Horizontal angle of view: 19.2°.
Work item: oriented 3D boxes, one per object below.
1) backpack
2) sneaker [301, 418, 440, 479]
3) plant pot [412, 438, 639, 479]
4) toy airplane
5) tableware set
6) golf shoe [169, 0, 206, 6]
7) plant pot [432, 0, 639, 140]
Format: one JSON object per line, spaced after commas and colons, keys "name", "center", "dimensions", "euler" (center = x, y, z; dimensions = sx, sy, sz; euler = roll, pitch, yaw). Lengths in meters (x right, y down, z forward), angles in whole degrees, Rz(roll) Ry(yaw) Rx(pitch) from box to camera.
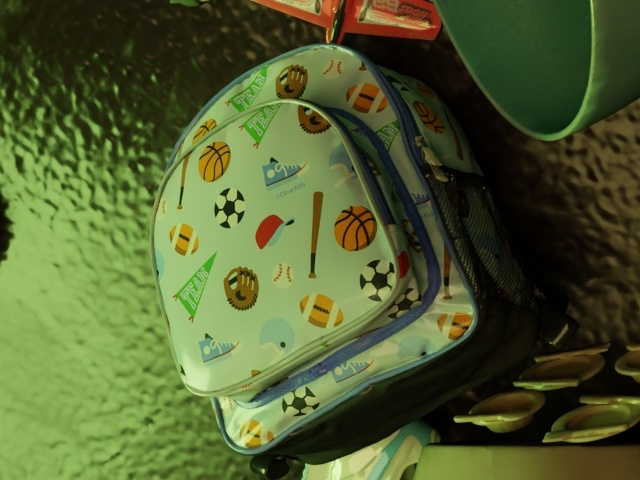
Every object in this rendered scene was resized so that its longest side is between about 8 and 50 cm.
{"name": "backpack", "center": [0.000, 0.000, 1.339], "dimensions": [0.276, 0.213, 0.263], "euler": [-28, 60, 20]}
{"name": "sneaker", "center": [0.026, 0.232, 1.462], "dimensions": [0.092, 0.087, 0.229], "euler": [18, 110, 13]}
{"name": "plant pot", "center": [0.169, 0.281, 1.327], "dimensions": [0.323, 0.323, 0.280], "euler": [-2, 84, 21]}
{"name": "toy airplane", "center": [0.020, -0.200, 1.387], "dimensions": [0.151, 0.028, 0.151], "euler": [2, 111, 4]}
{"name": "tableware set", "center": [0.181, 0.103, 1.325], "dimensions": [0.141, 0.168, 0.020], "euler": [-6, 107, 38]}
{"name": "golf shoe", "center": [-0.039, -0.285, 1.355], "dimensions": [0.120, 0.105, 0.273], "euler": [21, 111, 5]}
{"name": "plant pot", "center": [0.189, -0.233, 1.212], "dimensions": [0.195, 0.290, 0.290], "euler": [-20, 96, -13]}
